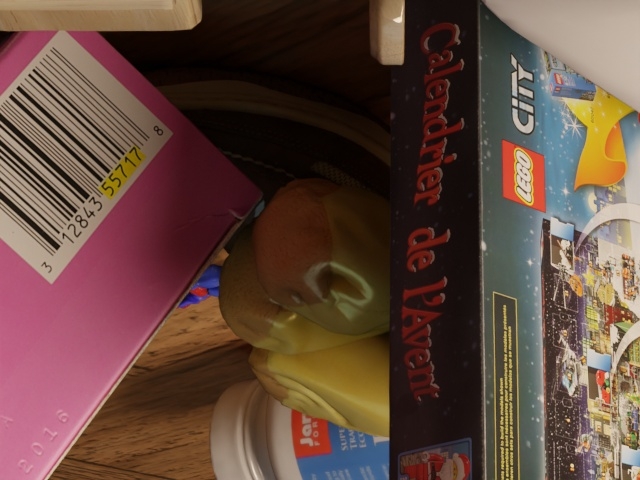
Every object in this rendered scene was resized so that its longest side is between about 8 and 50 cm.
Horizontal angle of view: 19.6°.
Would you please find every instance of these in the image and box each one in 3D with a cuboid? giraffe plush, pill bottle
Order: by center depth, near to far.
[{"bbox_3d":[0.082,0.000,0.775,0.210,0.170,0.181,28,158,-5],"label":"giraffe plush"},{"bbox_3d":[0.045,0.114,1.128,0.221,0.124,0.124,-14,155,34],"label":"pill bottle"}]

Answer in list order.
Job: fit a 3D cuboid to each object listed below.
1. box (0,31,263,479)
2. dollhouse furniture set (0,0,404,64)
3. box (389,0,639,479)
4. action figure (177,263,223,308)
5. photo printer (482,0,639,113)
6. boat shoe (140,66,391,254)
[{"bbox_3d":[-0.174,0.043,0.765,0.117,0.213,0.243,44,149,-14],"label":"box"},{"bbox_3d":[-0.081,-0.097,0.508,0.212,0.161,0.242,0,160,2],"label":"dollhouse furniture set"},{"bbox_3d":[0.095,-0.001,0.656,0.159,0.233,0.044,18,154,-38],"label":"box"},{"bbox_3d":[-0.063,0.022,1.023,0.115,0.030,0.038,-6,154,33],"label":"action figure"},{"bbox_3d":[0.224,-0.092,0.587,0.256,0.107,0.307,-15,154,36],"label":"photo printer"},{"bbox_3d":[0.006,-0.002,0.856,0.257,0.095,0.095,18,154,-38],"label":"boat shoe"}]
